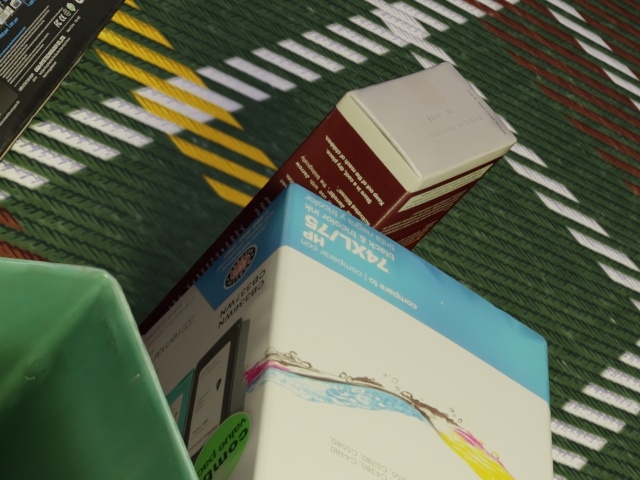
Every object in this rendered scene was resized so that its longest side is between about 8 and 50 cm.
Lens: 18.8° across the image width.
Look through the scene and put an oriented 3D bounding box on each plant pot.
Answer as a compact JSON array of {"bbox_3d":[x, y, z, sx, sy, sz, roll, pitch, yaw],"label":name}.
[{"bbox_3d":[-0.188,0.140,0.832,0.166,0.234,0.165,7,48,-43],"label":"plant pot"}]

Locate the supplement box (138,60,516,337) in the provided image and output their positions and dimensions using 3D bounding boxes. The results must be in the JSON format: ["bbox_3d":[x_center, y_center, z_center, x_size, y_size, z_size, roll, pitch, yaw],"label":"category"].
[{"bbox_3d":[0.000,0.000,1.203,0.073,0.239,0.130,50,32,11],"label":"supplement box"}]

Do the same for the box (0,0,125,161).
[{"bbox_3d":[-0.293,-0.177,1.238,0.293,0.073,0.295,38,33,-9],"label":"box"}]

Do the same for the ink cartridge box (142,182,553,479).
[{"bbox_3d":[-0.004,0.153,1.060,0.197,0.198,0.270,32,33,-20],"label":"ink cartridge box"}]
